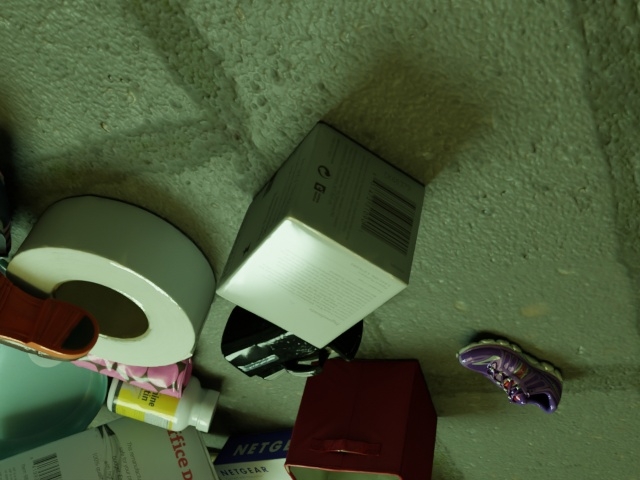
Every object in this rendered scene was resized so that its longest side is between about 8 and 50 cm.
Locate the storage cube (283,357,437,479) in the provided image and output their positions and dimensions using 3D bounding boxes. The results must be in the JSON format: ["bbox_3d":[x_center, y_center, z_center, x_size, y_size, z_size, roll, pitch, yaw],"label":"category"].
[{"bbox_3d":[0.073,0.319,1.130,0.183,0.193,0.215,-2,138,21],"label":"storage cube"}]

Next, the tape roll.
[{"bbox_3d":[-0.301,0.068,1.040,0.286,0.100,0.286,9,140,8],"label":"tape roll"}]

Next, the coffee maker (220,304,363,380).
[{"bbox_3d":[-0.055,0.113,1.014,0.178,0.120,0.171,-25,102,37],"label":"coffee maker"}]

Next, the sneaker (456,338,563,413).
[{"bbox_3d":[0.274,0.195,1.012,0.170,0.071,0.068,24,140,-8],"label":"sneaker"}]

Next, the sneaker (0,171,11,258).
[{"bbox_3d":[-0.482,-0.046,0.985,0.112,0.131,0.319,4,169,-30],"label":"sneaker"}]

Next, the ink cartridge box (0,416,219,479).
[{"bbox_3d":[-0.386,0.501,1.296,0.394,0.285,0.166,-16,145,-20],"label":"ink cartridge box"}]

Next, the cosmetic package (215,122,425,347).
[{"bbox_3d":[0.000,0.000,0.816,0.151,0.151,0.183,30,137,-16],"label":"cosmetic package"}]

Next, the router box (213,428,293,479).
[{"bbox_3d":[-0.004,0.508,1.404,0.335,0.082,0.301,-18,114,34],"label":"router box"}]

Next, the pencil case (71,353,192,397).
[{"bbox_3d":[-0.319,0.193,1.205,0.209,0.095,0.098,19,103,-6],"label":"pencil case"}]

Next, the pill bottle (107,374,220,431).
[{"bbox_3d":[-0.280,0.283,1.280,0.184,0.103,0.103,17,141,-1],"label":"pill bottle"}]

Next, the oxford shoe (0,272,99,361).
[{"bbox_3d":[-0.450,0.106,0.988,0.271,0.097,0.098,28,145,-14],"label":"oxford shoe"}]

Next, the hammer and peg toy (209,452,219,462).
[{"bbox_3d":[-0.282,0.597,1.478,0.266,0.361,0.127,-13,169,11],"label":"hammer and peg toy"}]

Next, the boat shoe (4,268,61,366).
[{"bbox_3d":[-0.464,0.122,1.163,0.065,0.083,0.183,-18,133,-17],"label":"boat shoe"}]

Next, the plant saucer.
[{"bbox_3d":[-0.552,0.268,1.285,0.317,0.044,0.318,-12,122,-20],"label":"plant saucer"}]

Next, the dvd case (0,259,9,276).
[{"bbox_3d":[-0.555,0.057,1.182,0.119,0.013,0.087,-16,131,34],"label":"dvd case"}]
